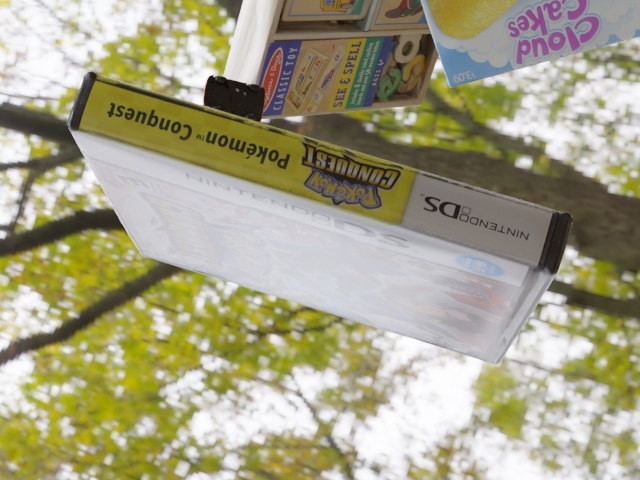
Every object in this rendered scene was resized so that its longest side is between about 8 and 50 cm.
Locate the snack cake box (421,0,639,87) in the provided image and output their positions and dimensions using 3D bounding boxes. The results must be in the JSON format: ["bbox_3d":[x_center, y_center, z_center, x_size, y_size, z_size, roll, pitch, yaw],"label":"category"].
[{"bbox_3d":[0.228,-0.257,1.375,0.089,0.264,0.152,-70,-38,-62],"label":"snack cake box"}]

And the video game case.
[{"bbox_3d":[0.000,0.000,0.827,0.275,0.248,0.035,87,-160,-75],"label":"video game case"}]

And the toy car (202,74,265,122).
[{"bbox_3d":[-0.075,-0.085,1.285,0.060,0.040,0.122,-8,-92,-24],"label":"toy car"}]

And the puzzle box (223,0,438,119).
[{"bbox_3d":[0.058,-0.320,1.478,0.272,0.052,0.408,-10,-53,-42],"label":"puzzle box"}]
